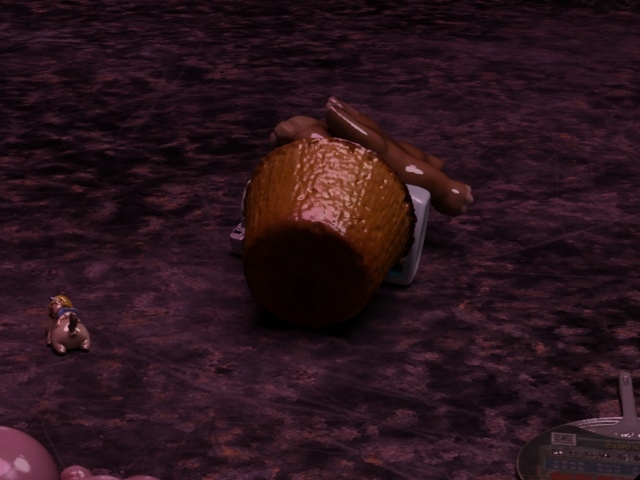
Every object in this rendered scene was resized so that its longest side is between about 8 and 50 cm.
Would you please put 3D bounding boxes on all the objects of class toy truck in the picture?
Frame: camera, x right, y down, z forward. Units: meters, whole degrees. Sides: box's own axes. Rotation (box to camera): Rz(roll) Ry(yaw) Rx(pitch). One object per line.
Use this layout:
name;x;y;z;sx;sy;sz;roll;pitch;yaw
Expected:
toy truck;-0.080;0.005;1.951;0.083;0.039;0.044;15;38;30

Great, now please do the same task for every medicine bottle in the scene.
medicine bottle;0.016;-0.026;1.881;0.228;0.121;0.083;12;22;8

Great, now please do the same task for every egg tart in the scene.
egg tart;0.000;0.000;1.759;0.215;0.215;0.171;5;36;10

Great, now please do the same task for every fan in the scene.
fan;0.280;0.204;1.455;0.223;0.012;0.294;-8;21;-20

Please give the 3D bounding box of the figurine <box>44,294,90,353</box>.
figurine;-0.285;0.091;1.684;0.047;0.051;0.083;-4;20;-29

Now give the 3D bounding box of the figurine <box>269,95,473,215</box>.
figurine;0.042;-0.073;2.012;0.247;0.173;0.177;27;13;-26

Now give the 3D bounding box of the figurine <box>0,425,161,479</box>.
figurine;-0.210;0.240;1.176;0.287;0.176;0.186;9;-27;-26

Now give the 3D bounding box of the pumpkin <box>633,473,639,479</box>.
pumpkin;0.337;0.218;1.032;0.295;0.296;0.296;1;20;0
